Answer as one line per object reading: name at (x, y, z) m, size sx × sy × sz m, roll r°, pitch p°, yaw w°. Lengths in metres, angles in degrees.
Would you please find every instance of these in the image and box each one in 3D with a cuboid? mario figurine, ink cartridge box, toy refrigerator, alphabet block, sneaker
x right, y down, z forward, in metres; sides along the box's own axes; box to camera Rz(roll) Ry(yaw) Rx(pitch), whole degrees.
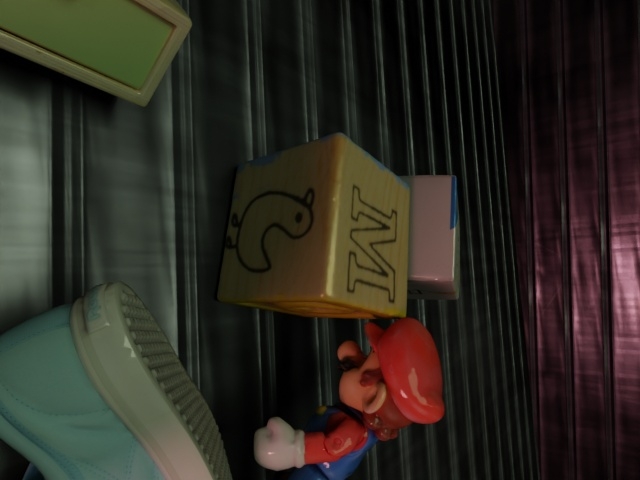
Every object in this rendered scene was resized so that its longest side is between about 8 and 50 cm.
mario figurine at (0.022, 0.224, 0.549) m, size 0.170 × 0.198 × 0.320 m, roll 38°, pitch 94°, yaw -4°
ink cartridge box at (0.161, 0.007, 0.750) m, size 0.233 × 0.168 × 0.171 m, roll 38°, pitch 55°, yaw -66°
toy refrigerator at (-0.250, -0.215, 0.326) m, size 0.269 × 0.102 × 0.094 m, roll 15°, pitch 33°, yaw -51°
alphabet block at (0.000, 0.000, 0.576) m, size 0.193 × 0.192 × 0.197 m, roll 22°, pitch 67°, yaw -47°
sneaker at (-0.181, 0.209, 0.395) m, size 0.150 × 0.135 × 0.366 m, roll -21°, pitch 117°, yaw -11°
